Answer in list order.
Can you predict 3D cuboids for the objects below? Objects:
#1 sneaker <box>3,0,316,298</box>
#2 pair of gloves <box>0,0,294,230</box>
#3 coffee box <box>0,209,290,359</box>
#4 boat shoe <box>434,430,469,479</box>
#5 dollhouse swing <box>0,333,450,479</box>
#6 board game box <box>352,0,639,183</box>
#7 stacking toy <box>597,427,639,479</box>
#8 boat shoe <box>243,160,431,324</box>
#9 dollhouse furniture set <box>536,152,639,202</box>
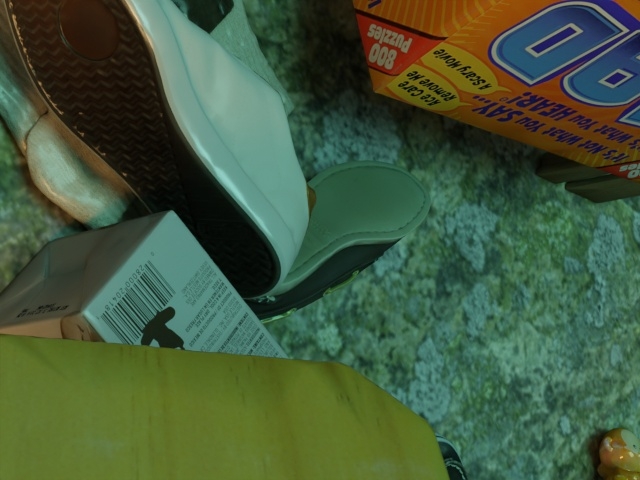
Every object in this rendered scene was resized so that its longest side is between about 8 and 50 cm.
[{"bbox_3d":[-0.101,-0.104,0.799,0.290,0.105,0.123,58,36,-22],"label":"sneaker"},{"bbox_3d":[-0.127,-0.118,0.857,0.240,0.042,0.204,-44,113,-37],"label":"pair of gloves"},{"bbox_3d":[-0.092,0.111,0.785,0.246,0.141,0.098,54,51,-23],"label":"coffee box"},{"bbox_3d":[0.112,0.318,0.952,0.121,0.119,0.335,0,84,-43],"label":"boat shoe"},{"bbox_3d":[-0.087,0.255,0.515,0.346,0.305,0.315,6,115,-21],"label":"dollhouse swing"},{"bbox_3d":[0.250,-0.311,0.957,0.356,0.356,0.357,13,56,-41],"label":"board game box"},{"bbox_3d":[0.287,0.307,1.118,0.175,0.165,0.302,39,44,-27],"label":"stacking toy"},{"bbox_3d":[0.000,0.000,0.939,0.081,0.069,0.227,47,43,17],"label":"boat shoe"},{"bbox_3d":[0.288,-0.135,1.185,0.144,0.123,0.151,17,72,-40],"label":"dollhouse furniture set"}]
